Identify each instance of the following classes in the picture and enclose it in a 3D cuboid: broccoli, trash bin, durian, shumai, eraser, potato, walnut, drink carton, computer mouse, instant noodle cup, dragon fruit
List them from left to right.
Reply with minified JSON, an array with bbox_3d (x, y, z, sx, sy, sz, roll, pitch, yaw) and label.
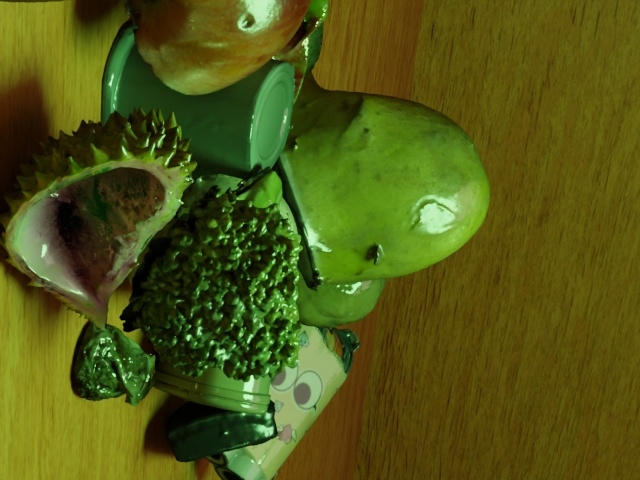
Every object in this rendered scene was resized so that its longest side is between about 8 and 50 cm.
[{"bbox_3d":[-0.243,-0.043,1.405,0.260,0.154,0.186,-44,156,26],"label":"durian"},{"bbox_3d":[-0.252,0.159,1.741,0.124,0.087,0.099,72,34,-66],"label":"shumai"},{"bbox_3d":[-0.146,-0.162,1.660,0.185,0.189,0.191,-48,149,-57],"label":"drink carton"},{"bbox_3d":[-0.153,0.281,2.156,0.269,0.170,0.100,112,-38,-81],"label":"computer mouse"},{"bbox_3d":[-0.138,0.109,1.976,0.243,0.121,0.248,7,-95,63],"label":"trash bin"},{"bbox_3d":[-0.076,0.046,1.550,0.273,0.180,0.242,-41,159,-39],"label":"broccoli"},{"bbox_3d":[-0.074,-0.294,1.789,0.268,0.130,0.295,-130,-147,-66],"label":"dragon fruit"},{"bbox_3d":[-0.087,0.282,2.404,0.290,0.087,0.171,-51,119,-28],"label":"eraser"},{"bbox_3d":[-0.036,0.202,2.699,0.208,0.177,0.125,-40,139,-17],"label":"instant noodle cup"},{"bbox_3d":[0.000,-0.002,2.368,0.277,0.253,0.282,-50,152,-68],"label":"walnut"},{"bbox_3d":[0.062,-0.120,1.987,0.290,0.295,0.397,81,-10,-50],"label":"potato"}]

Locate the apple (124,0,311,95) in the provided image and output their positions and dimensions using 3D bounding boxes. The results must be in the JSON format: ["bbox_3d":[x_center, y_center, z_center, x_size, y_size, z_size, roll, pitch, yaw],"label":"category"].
[{"bbox_3d":[-0.099,-0.313,1.471,0.293,0.163,0.251,58,40,-29],"label":"apple"}]

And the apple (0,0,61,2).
[{"bbox_3d":[-0.191,-0.323,1.031,0.301,0.301,0.302,13,90,-79],"label":"apple"}]

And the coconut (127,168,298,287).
[{"bbox_3d":[-0.141,0.001,1.765,0.230,0.227,0.227,35,68,-83],"label":"coconut"}]

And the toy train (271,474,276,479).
[{"bbox_3d":[-0.115,0.347,2.638,0.409,0.089,0.086,88,14,-51],"label":"toy train"}]
